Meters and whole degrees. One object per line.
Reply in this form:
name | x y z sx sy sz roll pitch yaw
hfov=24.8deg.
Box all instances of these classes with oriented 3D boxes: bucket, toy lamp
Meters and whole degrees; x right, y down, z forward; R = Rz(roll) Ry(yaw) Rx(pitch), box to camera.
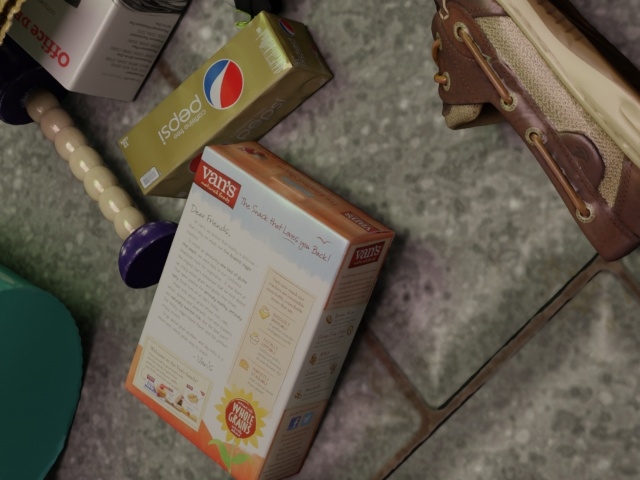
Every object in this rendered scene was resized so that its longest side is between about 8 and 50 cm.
bucket | -0.353 0.122 1.260 0.183 0.281 0.281 20 99 29
toy lamp | -0.215 -0.081 1.284 0.274 0.080 0.080 49 113 23

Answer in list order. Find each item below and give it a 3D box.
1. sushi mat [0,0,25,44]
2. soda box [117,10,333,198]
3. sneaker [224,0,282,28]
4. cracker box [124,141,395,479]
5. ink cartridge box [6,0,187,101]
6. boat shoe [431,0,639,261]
sushi mat | -0.311 -0.230 1.297 0.151 0.019 0.316 -55 31 20
soda box | -0.080 -0.109 1.205 0.181 0.061 0.058 -37 69 26
sneaker | -0.008 -0.275 1.172 0.097 0.084 0.234 40 112 2
cracker box | -0.053 0.058 1.159 0.156 0.067 0.232 35 117 29
ink cartridge box | -0.188 -0.245 1.267 0.148 0.086 0.203 41 110 28
boat shoe | 0.127 -0.128 1.041 0.123 0.123 0.342 -48 71 20
